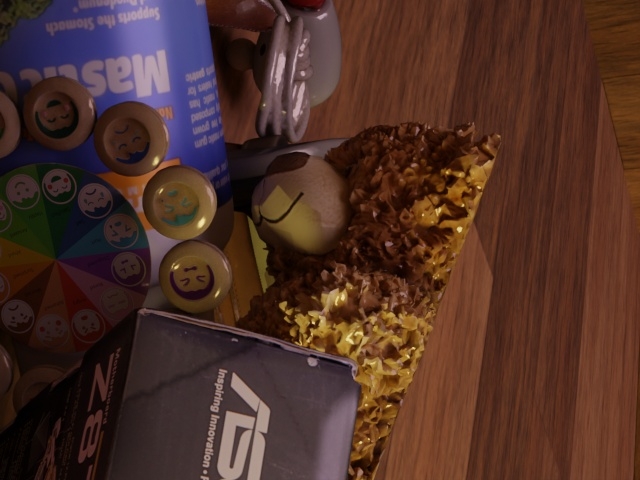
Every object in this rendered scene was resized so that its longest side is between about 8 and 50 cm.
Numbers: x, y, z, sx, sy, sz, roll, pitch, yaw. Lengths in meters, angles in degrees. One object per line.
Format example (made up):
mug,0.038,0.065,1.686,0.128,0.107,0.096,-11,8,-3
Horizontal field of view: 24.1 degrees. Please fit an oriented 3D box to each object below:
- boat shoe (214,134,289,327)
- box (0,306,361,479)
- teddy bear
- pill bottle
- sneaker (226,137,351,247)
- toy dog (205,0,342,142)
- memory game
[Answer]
boat shoe,-0.054,0.082,1.066,0.111,0.104,0.307,-9,91,-79
box,-0.111,0.253,0.568,0.318,0.097,0.395,138,-36,-62
teddy bear,-0.018,0.084,0.750,0.245,0.113,0.338,51,60,-87
pill bottle,-0.128,-0.056,0.814,0.152,0.152,0.272,-38,123,-67
sneaker,0.000,0.000,0.950,0.222,0.083,0.118,3,82,-69
toy dog,-0.069,-0.246,1.103,0.220,0.161,0.334,-56,151,-64
memory game,-0.134,0.010,0.746,0.012,0.186,0.186,-57,138,-73
